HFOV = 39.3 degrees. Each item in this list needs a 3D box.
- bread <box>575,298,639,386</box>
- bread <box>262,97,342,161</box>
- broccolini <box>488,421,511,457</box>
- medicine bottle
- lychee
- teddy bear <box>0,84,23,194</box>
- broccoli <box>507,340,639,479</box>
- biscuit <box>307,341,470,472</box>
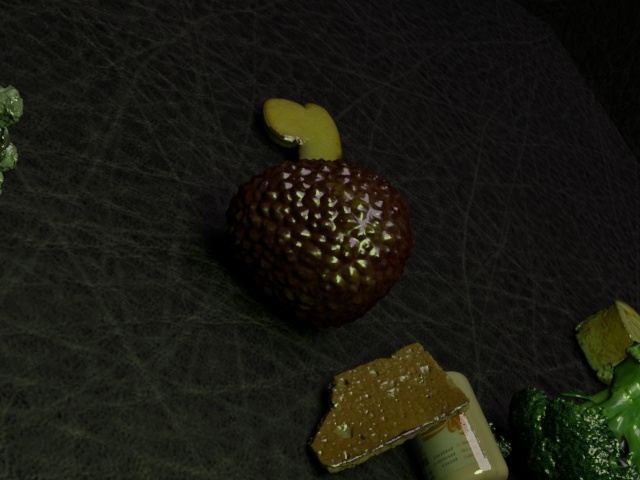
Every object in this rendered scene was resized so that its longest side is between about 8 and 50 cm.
[{"bbox_3d":[0.668,0.252,1.927,0.257,0.124,0.186,34,40,-25],"label":"bread"},{"bbox_3d":[-0.039,-0.172,1.560,0.149,0.065,0.187,15,46,-28],"label":"bread"},{"bbox_3d":[0.206,0.278,1.372,0.068,0.091,0.202,-23,50,-27],"label":"broccolini"},{"bbox_3d":[0.199,0.315,1.252,0.114,0.114,0.252,13,45,-45],"label":"medicine bottle"},{"bbox_3d":[0.000,0.000,1.245,0.271,0.236,0.236,20,38,-14],"label":"lychee"},{"bbox_3d":[-0.386,-0.086,0.947,0.111,0.133,0.213,9,33,-11],"label":"teddy bear"},{"bbox_3d":[0.454,0.315,1.407,0.297,0.297,0.297,41,2,-2],"label":"broccoli"},{"bbox_3d":[0.074,0.222,1.200,0.237,0.026,0.131,-19,45,-27],"label":"biscuit"}]
